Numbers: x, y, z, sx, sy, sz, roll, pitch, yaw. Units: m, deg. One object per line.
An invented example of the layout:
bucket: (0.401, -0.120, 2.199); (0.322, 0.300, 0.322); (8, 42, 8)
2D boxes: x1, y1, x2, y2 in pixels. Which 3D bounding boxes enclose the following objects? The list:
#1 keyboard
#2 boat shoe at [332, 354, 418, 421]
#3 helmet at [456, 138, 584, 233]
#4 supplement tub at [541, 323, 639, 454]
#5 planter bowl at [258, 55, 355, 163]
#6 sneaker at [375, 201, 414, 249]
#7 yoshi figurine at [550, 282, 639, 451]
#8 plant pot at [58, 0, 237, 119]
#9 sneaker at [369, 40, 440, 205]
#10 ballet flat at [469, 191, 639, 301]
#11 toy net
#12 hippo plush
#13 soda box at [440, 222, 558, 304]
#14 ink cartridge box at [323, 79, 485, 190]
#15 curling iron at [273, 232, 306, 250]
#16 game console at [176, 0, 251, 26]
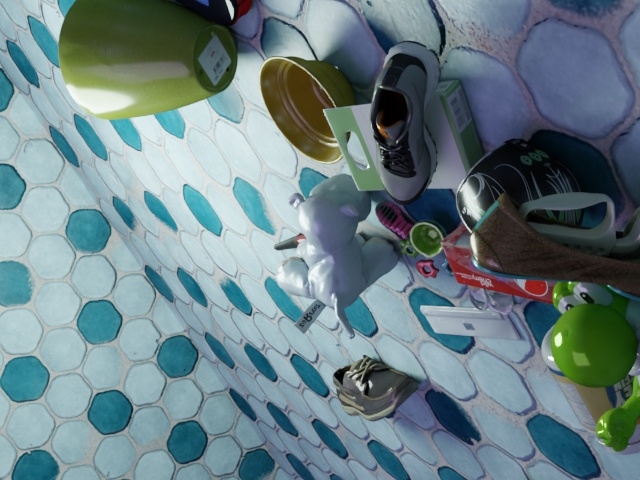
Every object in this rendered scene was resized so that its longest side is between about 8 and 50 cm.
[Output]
keyboard: (0.291, 0.162, 1.607); (0.072, 0.014, 0.256); (53, 155, -17)
boat shoe: (0.115, 0.365, 2.028); (0.130, 0.132, 0.355); (52, 154, -4)
helmet: (0.291, -0.044, 1.151); (0.161, 0.170, 0.169); (55, 158, 24)
supplement tub: (0.450, 0.218, 1.264); (0.199, 0.144, 0.144); (57, 154, -16)
planter bowl: (-0.004, -0.249, 1.434); (0.217, 0.090, 0.217); (37, 151, 25)
sneaker: (0.150, -0.024, 1.551); (0.119, 0.047, 0.057); (43, 165, 18)
yoshi figurine: (0.440, 0.195, 1.074); (0.362, 0.203, 0.203); (44, -174, 12)
plant pot: (-0.322, -0.373, 1.638); (0.294, 0.274, 0.274); (9, 135, 31)
sneaker: (0.113, -0.157, 1.203); (0.100, 0.108, 0.271); (18, 139, 23)
ballet flat: (0.363, 0.003, 1.036); (0.343, 0.116, 0.124); (11, 116, -7)
toy net: (0.243, 0.064, 1.462); (0.232, 0.045, 0.122); (45, 129, 5)
hippo plush: (0.000, 0.000, 1.580); (0.235, 0.294, 0.236); (4, 124, 29)
soda box: (0.322, 0.032, 1.291); (0.263, 0.083, 0.092); (13, 136, 53)
ink cartridge box: (0.137, -0.162, 1.306); (0.235, 0.056, 0.171); (3, 129, 42)
curling iron: (-0.048, -0.013, 1.894); (0.068, 0.035, 0.274); (56, 154, -3)
game console: (-0.279, -0.590, 1.460); (0.387, 0.060, 0.341); (34, 151, 29)
